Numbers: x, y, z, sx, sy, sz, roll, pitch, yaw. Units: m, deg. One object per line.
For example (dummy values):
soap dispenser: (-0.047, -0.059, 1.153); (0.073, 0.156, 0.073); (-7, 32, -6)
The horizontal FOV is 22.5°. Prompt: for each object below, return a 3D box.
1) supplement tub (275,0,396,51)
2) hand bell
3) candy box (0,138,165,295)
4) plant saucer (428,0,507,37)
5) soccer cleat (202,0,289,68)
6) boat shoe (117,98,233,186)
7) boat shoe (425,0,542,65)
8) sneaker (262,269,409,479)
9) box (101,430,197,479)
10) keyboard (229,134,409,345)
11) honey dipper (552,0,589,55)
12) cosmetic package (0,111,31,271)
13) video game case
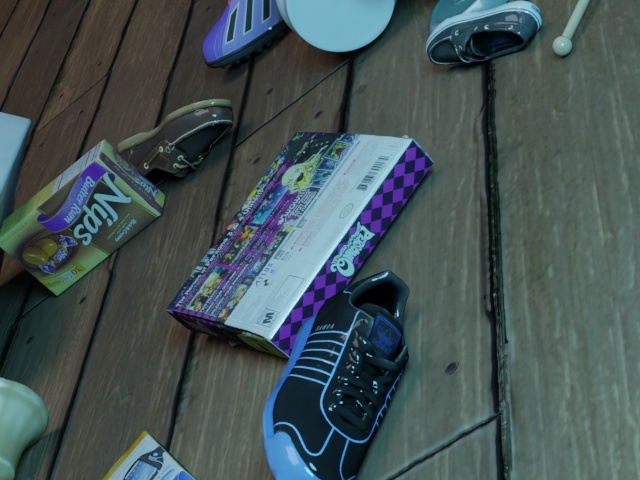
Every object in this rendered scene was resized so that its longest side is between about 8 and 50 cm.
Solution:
supplement tub: (0.015, -0.309, 1.868); (0.144, 0.144, 0.200); (-40, 23, 14)
hand bell: (-0.345, 0.267, 1.611); (0.126, 0.126, 0.242); (-34, 37, 27)
candy box: (-0.295, -0.027, 1.979); (0.186, 0.109, 0.053); (-35, 25, 23)
plant saucer: (0.154, -0.250, 1.683); (0.119, 0.021, 0.119); (-37, 24, 20)
soccer cleat: (-0.051, -0.353, 2.093); (0.318, 0.116, 0.108); (-39, 23, 16)
boat shoe: (-0.174, -0.111, 1.977); (0.207, 0.073, 0.073); (-26, 67, 47)
boat shoe: (0.152, -0.194, 1.560); (0.142, 0.049, 0.040); (-16, 37, 47)
sneaker: (0.019, 0.107, 1.236); (0.090, 0.081, 0.232); (-42, 20, 29)
box: (-0.155, 0.223, 1.417); (0.081, 0.028, 0.136); (-49, 25, -7)
keyboard: (0.000, 0.000, 1.541); (0.256, 0.014, 0.072); (-43, 22, 7)
honey dipper: (0.249, -0.231, 1.479); (0.030, 0.030, 0.161); (-15, 40, 52)
cosmetic package: (-0.463, 0.046, 1.998); (0.377, 0.097, 0.284); (-84, 8, -57)
video game case: (-0.024, -0.002, 1.520); (0.232, 0.042, 0.210); (-55, 29, -16)
